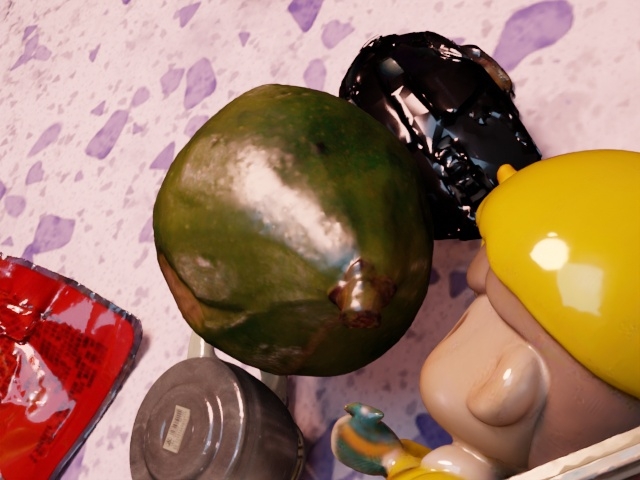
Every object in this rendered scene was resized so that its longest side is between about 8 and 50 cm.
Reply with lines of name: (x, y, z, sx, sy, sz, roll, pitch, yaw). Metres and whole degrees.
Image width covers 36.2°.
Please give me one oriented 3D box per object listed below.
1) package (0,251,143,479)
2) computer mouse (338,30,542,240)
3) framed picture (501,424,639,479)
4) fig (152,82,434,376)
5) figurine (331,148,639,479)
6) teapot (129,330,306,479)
package: (-0.295, 0.103, 0.913, 0.269, 0.071, 0.194, 30, 97, 40)
computer mouse: (0.077, -0.093, 0.752, 0.146, 0.077, 0.242, -40, 47, 12)
framed picture: (0.115, 0.197, 0.387, 0.273, 0.016, 0.216, -25, 76, 8)
fig: (0.000, 0.000, 0.615, 0.195, 0.195, 0.245, -58, 25, -8)
figurine: (0.099, 0.108, 0.524, 0.187, 0.215, 0.344, 38, 94, 8)
teapot: (-0.069, 0.133, 0.698, 0.111, 0.108, 0.149, -42, 47, 16)
